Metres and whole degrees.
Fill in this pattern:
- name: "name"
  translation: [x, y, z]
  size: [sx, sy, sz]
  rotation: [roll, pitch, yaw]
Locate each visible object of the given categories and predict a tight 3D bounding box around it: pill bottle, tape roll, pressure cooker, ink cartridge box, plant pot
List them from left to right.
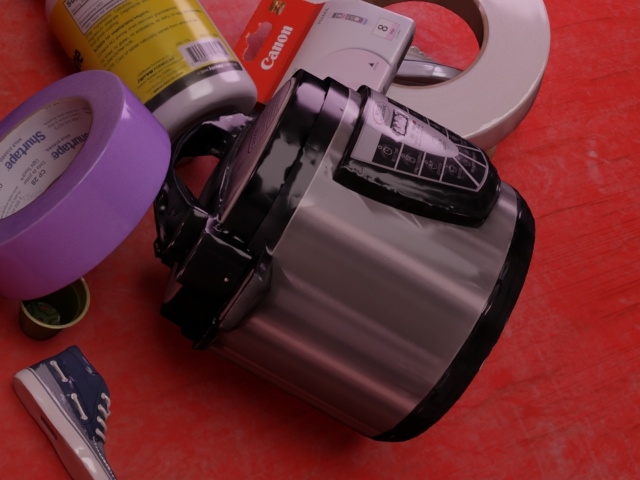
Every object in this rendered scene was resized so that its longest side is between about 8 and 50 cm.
- name: "plant pot"
  translation: [-0.322, 0.080, 1.328]
  size: [0.083, 0.079, 0.083]
  rotation: [12, 58, -20]
- name: "tape roll"
  translation: [-0.307, -0.067, 1.294]
  size: [0.090, 0.275, 0.275]
  rotation: [48, 45, -36]
- name: "pill bottle"
  translation: [-0.245, -0.276, 1.502]
  size: [0.188, 0.188, 0.334]
  rotation: [-26, 77, -35]
- name: "ink cartridge box"
  translation: [-0.009, -0.261, 1.573]
  size: [0.232, 0.066, 0.189]
  rotation: [23, 69, 9]
- name: "pressure cooker"
  translation: [-0.003, 0.005, 1.358]
  size: [0.420, 0.370, 0.375]
  rotation: [30, 74, -8]
- name: "tape roll"
  translation: [0.140, -0.290, 1.648]
  size: [0.392, 0.072, 0.392]
  rotation: [-1, 65, 2]

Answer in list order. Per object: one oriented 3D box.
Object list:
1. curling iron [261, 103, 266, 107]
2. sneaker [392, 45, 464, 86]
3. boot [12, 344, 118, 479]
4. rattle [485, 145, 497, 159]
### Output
- name: "curling iron"
  translation: [-0.067, -0.182, 1.640]
  size: [0.274, 0.035, 0.068]
  rotation: [30, 74, -15]
- name: "sneaker"
  translation: [0.132, -0.264, 1.725]
  size: [0.258, 0.094, 0.091]
  rotation: [13, 57, -4]
- name: "boot"
  translation: [-0.265, 0.209, 1.290]
  size: [0.086, 0.069, 0.190]
  rotation: [-30, 78, -33]
- name: "rattle"
  translation: [0.253, -0.155, 1.792]
  size: [0.130, 0.143, 0.199]
  rotation: [5, 73, 11]
